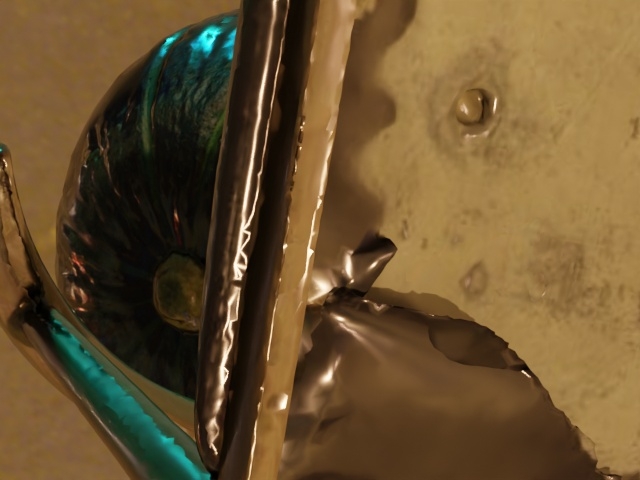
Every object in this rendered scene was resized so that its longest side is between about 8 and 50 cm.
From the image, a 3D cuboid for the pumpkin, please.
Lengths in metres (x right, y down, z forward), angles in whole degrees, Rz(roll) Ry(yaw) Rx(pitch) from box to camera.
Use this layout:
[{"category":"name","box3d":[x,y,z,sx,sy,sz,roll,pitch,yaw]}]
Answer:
[{"category":"pumpkin","box3d":[0.000,0.000,0.996,0.248,0.248,0.248,-16,60,30]}]

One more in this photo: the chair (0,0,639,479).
[{"category":"chair","box3d":[0.058,-0.003,0.369,0.272,0.188,0.166,21,102,59]}]
